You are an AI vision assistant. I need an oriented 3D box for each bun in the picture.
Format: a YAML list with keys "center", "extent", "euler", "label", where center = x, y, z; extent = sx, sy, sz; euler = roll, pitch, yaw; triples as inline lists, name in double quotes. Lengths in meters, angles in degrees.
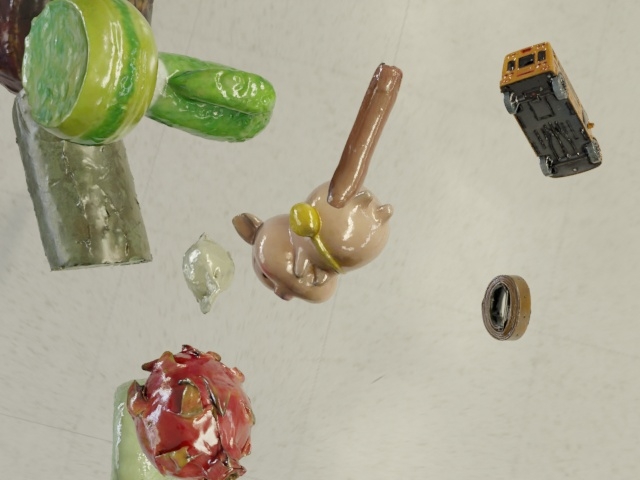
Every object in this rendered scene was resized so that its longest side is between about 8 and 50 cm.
- center: [-0.251, 0.299, 1.743]
  extent: [0.118, 0.195, 0.195]
  euler: [2, 78, -12]
  label: "bun"

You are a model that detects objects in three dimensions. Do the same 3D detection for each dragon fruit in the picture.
- center: [-0.132, 0.188, 1.213]
  extent: [0.133, 0.136, 0.166]
  euler: [-48, 49, 18]
  label: "dragon fruit"

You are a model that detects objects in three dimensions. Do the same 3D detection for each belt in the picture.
- center: [0.231, 0.084, 1.479]
  extent: [0.036, 0.059, 0.083]
  euler: [5, 90, -49]
  label: "belt"

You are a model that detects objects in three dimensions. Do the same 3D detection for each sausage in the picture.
- center: [0.054, -0.125, 1.431]
  extent: [0.043, 0.043, 0.186]
  euler: [22, 104, -1]
  label: "sausage"

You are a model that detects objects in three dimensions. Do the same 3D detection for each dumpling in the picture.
- center: [-0.110, 0.032, 1.099]
  extent: [0.076, 0.052, 0.057]
  euler: [45, 114, 25]
  label: "dumpling"

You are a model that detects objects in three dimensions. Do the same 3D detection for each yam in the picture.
- center: [-0.361, -0.096, 1.780]
  extent: [0.168, 0.168, 0.304]
  euler: [-15, 86, -8]
  label: "yam"

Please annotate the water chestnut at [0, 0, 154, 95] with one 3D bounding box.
- center: [-0.441, -0.391, 1.951]
  extent: [0.302, 0.350, 0.350]
  euler: [21, 76, 18]
  label: "water chestnut"

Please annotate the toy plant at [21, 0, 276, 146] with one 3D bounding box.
- center: [-0.193, -0.196, 1.478]
  extent: [0.316, 0.224, 0.184]
  euler: [6, 90, -43]
  label: "toy plant"

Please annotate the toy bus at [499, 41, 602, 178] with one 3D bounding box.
- center: [0.315, -0.173, 1.604]
  extent: [0.083, 0.194, 0.088]
  euler: [-15, 45, 26]
  label: "toy bus"

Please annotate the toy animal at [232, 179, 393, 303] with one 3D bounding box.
- center: [-0.002, -0.003, 1.695]
  extent: [0.165, 0.248, 0.149]
  euler: [44, 45, -22]
  label: "toy animal"
